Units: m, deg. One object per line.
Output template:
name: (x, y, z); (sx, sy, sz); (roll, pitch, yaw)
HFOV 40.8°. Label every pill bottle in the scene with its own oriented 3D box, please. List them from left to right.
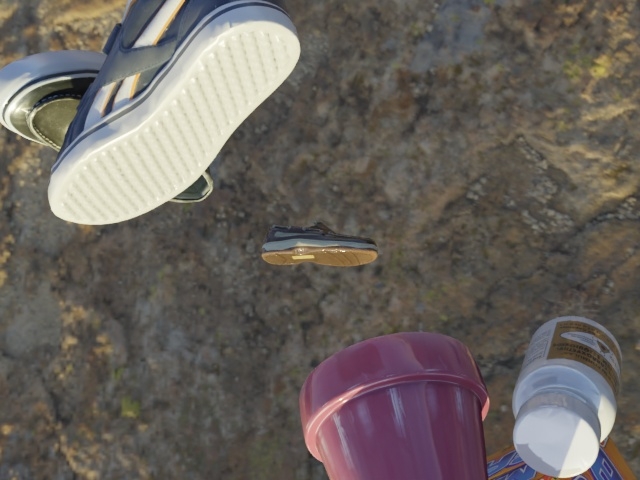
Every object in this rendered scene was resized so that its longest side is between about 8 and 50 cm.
pill bottle: (0.324, 0.204, 1.138); (0.131, 0.229, 0.131); (8, 114, 20)

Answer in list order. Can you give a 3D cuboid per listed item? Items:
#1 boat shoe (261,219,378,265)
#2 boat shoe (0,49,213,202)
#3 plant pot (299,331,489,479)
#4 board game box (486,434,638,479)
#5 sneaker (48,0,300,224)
boat shoe: (-0.001, -0.004, 1.893); (0.257, 0.095, 0.095); (1, 64, 7)
boat shoe: (-0.223, -0.119, 0.988); (0.121, 0.335, 0.119); (-40, 68, 19)
plant pot: (0.087, 0.222, 0.878); (0.201, 0.201, 0.180); (-42, 42, 31)
board game box: (0.354, 0.554, 1.406); (0.356, 0.356, 0.356); (-36, 83, 29)
sneaker: (-0.148, -0.139, 0.806); (0.321, 0.126, 0.127); (-36, 57, 31)
